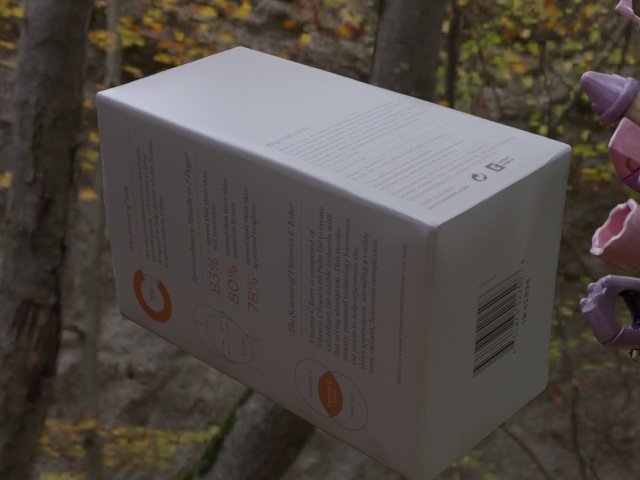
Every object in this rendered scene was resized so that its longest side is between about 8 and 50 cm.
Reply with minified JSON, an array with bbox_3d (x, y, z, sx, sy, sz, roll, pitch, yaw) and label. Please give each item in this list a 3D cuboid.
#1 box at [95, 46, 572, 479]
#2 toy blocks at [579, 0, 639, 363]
[{"bbox_3d":[0.000,0.000,0.878,0.345,0.168,0.215,24,-53,36],"label":"box"},{"bbox_3d":[0.350,-0.074,1.113,0.260,0.288,0.309,34,-21,-4],"label":"toy blocks"}]
